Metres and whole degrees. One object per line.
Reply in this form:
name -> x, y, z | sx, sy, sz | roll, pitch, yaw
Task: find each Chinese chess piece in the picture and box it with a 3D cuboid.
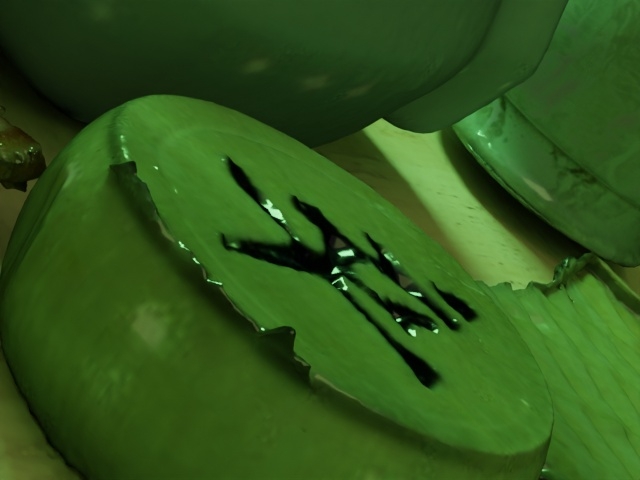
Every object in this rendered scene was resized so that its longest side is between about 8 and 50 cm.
Chinese chess piece -> -0.012, 0.032, 0.637 | 0.188, 0.083, 0.188 | 31, 21, -14

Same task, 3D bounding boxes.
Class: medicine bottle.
medicine bottle -> 0.158, -0.078, 1.064 | 0.147, 0.143, 0.147 | 37, 16, -13

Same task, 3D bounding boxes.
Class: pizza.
pizza -> -0.137, -0.040, 0.653 | 0.083, 0.025, 0.078 | 10, 28, -35

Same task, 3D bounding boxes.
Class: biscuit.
biscuit -> 0.124, 0.083, 0.828 | 0.187, 0.036, 0.273 | 47, 21, 20

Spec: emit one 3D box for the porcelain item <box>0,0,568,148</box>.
porcelain item -> -0.054, -0.157, 0.818 | 0.405, 0.178, 0.242 | 8, 38, -55
